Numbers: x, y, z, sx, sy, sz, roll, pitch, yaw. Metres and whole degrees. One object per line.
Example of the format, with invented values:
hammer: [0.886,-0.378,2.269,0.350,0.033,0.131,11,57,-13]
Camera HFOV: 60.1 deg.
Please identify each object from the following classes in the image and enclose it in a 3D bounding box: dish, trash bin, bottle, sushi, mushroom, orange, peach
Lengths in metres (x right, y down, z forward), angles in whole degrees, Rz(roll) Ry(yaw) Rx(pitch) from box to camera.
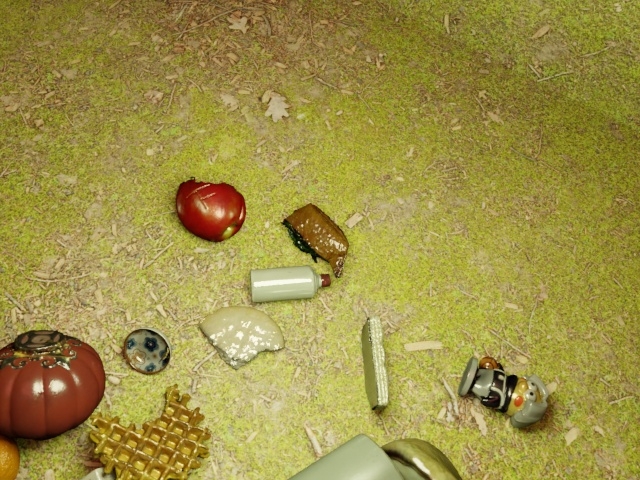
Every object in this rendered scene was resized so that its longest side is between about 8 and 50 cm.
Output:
dish: [-0.476,0.299,1.571,0.140,0.078,0.141,2,105,9]
trash bin: [-0.010,0.685,1.312,0.431,0.280,0.280,-27,69,-22]
bottle: [-0.090,0.130,1.683,0.244,0.104,0.104,-4,63,-8]
sushi: [0.000,0.000,1.743,0.140,0.149,0.287,-47,71,11]
mushroom: [0.297,0.613,1.393,0.211,0.218,0.292,-10,54,-31]
orange: [-0.829,0.544,1.335,0.193,0.193,0.161,-6,48,-9]
peach: [-0.346,-0.111,1.735,0.226,0.196,0.189,48,34,15]

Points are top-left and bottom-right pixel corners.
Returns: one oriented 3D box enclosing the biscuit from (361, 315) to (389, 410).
biscuit: [0.157,0.352,1.568,0.052,0.150,0.253,0,62,-5]

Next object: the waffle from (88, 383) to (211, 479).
waffle: [-0.421,0.509,1.401,0.292,0.069,0.260,-11,47,-40]

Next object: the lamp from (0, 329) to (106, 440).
lamp: [-0.702,0.362,1.395,0.302,0.303,0.257,3,106,-5]

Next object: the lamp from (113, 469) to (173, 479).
lamp: [-0.427,0.656,1.371,0.179,0.108,0.246,-17,66,-10]

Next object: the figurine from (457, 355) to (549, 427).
figurine: [0.528,0.427,1.586,0.236,0.133,0.176,23,44,12]

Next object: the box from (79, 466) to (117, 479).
box: [-0.585,0.679,1.312,0.259,0.071,0.168,-35,70,2]

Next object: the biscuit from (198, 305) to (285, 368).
biscuit: [-0.233,0.281,1.626,0.265,0.040,0.188,10,60,-1]
